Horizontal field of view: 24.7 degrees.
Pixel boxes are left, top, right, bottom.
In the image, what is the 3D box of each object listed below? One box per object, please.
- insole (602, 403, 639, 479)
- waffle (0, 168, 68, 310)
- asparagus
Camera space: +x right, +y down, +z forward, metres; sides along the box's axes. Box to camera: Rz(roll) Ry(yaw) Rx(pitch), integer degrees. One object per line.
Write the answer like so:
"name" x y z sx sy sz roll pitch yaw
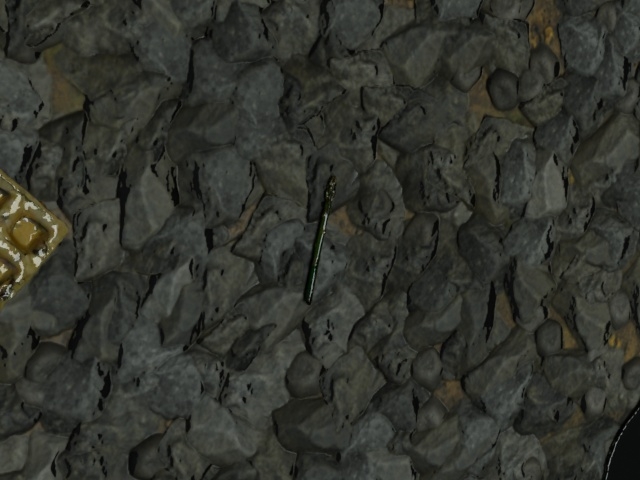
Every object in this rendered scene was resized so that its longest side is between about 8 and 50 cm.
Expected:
"insole" 0.503 0.252 2.186 0.119 0.009 0.348 25 85 -34
"waffle" -0.463 -0.044 1.474 0.376 0.114 0.261 46 72 -29
"asparagus" 0.000 0.000 1.824 0.013 0.016 0.166 12 94 9
